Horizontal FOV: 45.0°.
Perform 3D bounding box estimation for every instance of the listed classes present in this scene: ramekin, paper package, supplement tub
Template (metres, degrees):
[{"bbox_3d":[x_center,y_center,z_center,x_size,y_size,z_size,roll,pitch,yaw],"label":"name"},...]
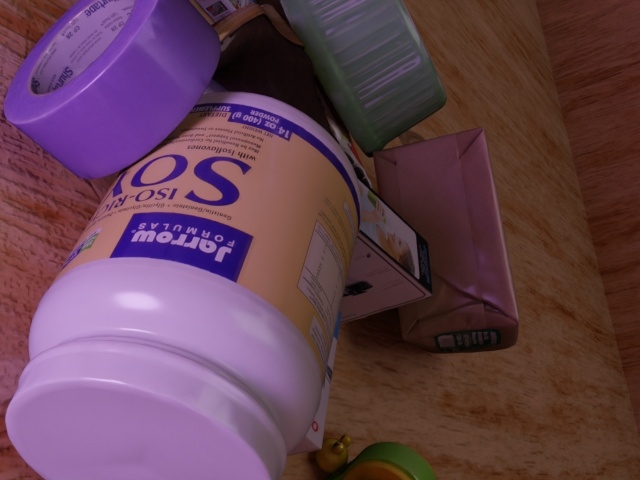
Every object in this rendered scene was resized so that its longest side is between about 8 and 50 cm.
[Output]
[{"bbox_3d":[0.069,-0.292,1.167,0.303,0.148,0.303,59,11,-20],"label":"ramekin"},{"bbox_3d":[0.210,0.020,1.227,0.325,0.168,0.309,43,38,-72],"label":"paper package"},{"bbox_3d":[-0.101,0.051,0.679,0.241,0.241,0.331,53,34,-31],"label":"supplement tub"}]

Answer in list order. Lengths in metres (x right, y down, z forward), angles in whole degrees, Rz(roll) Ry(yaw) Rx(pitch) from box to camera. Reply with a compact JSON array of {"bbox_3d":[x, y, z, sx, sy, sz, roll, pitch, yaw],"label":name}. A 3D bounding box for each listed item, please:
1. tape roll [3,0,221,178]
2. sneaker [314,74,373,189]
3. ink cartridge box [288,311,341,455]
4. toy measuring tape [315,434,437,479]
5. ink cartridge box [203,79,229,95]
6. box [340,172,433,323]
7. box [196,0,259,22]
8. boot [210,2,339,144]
[{"bbox_3d":[-0.188,-0.153,0.698,0.080,0.189,0.189,46,38,-39],"label":"tape roll"},{"bbox_3d":[0.021,-0.125,1.137,0.279,0.107,0.118,68,24,-7],"label":"sneaker"},{"bbox_3d":[-0.053,0.130,0.886,0.139,0.082,0.191,49,35,-36],"label":"ink cartridge box"},{"bbox_3d":[0.132,0.340,0.919,0.330,0.121,0.121,38,26,14],"label":"toy measuring tape"},{"bbox_3d":[-0.112,-0.163,0.964,0.209,0.062,0.109,-15,88,-62],"label":"ink cartridge box"},{"bbox_3d":[0.000,0.000,0.964,0.290,0.169,0.087,38,41,-44],"label":"box"},{"bbox_3d":[-0.129,-0.391,1.090,0.114,0.036,0.207,43,40,-41],"label":"box"},{"bbox_3d":[-0.055,-0.166,0.903,0.207,0.090,0.248,63,26,-13],"label":"boot"}]
